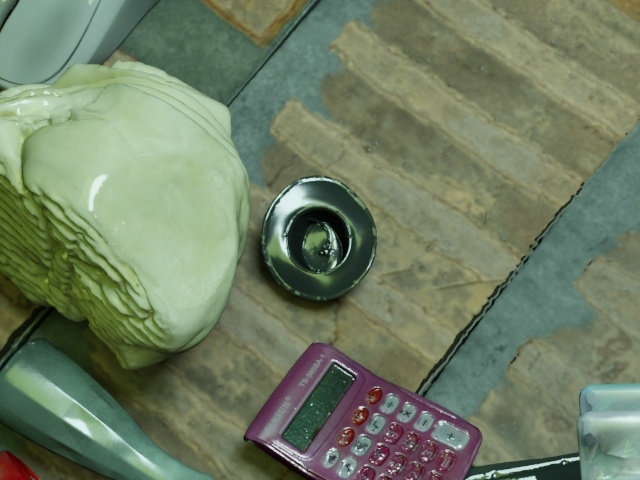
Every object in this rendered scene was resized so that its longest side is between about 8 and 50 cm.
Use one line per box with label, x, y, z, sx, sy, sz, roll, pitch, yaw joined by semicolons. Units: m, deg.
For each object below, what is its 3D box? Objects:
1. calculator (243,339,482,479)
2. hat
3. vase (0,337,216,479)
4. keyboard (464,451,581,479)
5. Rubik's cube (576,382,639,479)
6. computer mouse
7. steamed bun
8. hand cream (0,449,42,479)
calculator;0.039;0.178;1.234;0.190;0.034;0.126;28;55;17
hat;0.000;0.000;1.302;0.121;0.050;0.121;-1;78;3
vase;-0.195;0.180;1.248;0.214;0.086;0.086;34;78;8
keyboard;0.111;0.259;1.226;0.381;0.041;0.103;-8;72;-5
Rubik's cube;0.336;0.271;1.009;0.358;0.368;0.387;-3;100;10
computer mouse;-0.240;-0.281;1.372;0.297;0.121;0.184;-40;76;-9
steamed bun;-0.180;-0.039;1.230;0.203;0.289;0.276;-40;100;-27
hand cream;-0.250;0.282;1.159;0.193;0.193;0.125;42;77;15
